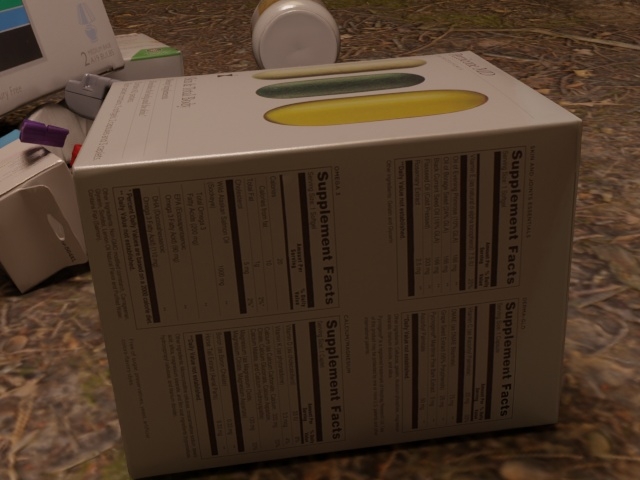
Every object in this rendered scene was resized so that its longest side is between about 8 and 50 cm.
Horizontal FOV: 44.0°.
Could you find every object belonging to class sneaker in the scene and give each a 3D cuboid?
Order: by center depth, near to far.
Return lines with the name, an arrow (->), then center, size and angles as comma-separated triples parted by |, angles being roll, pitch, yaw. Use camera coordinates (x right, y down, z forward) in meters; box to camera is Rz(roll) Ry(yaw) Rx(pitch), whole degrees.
sneaker -> -0.361, -0.141, 1.043 | 0.094, 0.080, 0.212 | -13, 18, 9

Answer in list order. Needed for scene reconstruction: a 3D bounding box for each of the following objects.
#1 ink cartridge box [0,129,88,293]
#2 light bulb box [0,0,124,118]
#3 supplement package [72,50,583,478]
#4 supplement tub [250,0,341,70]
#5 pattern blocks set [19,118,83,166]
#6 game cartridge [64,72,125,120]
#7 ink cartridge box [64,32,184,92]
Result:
ink cartridge box -> -0.270, -0.027, 0.722 | 0.090, 0.092, 0.143 | -36, 36, -22
light bulb box -> -0.516, -0.247, 1.006 | 0.360, 0.225, 0.358 | -7, 22, 26
supplement package -> 0.000, 0.000, 0.521 | 0.262, 0.198, 0.199 | -6, 24, -6
supplement tub -> -0.043, -0.336, 1.316 | 0.144, 0.144, 0.200 | -5, 25, -3
pattern blocks set -> -0.123, -0.071, 0.765 | 0.324, 0.026, 0.285 | 6, 11, -40
game cartridge -> -0.111, -0.127, 0.893 | 0.297, 0.062, 0.198 | 17, 5, 26
ink cartridge box -> -0.322, -0.267, 1.270 | 0.154, 0.093, 0.212 | -14, 28, -24
